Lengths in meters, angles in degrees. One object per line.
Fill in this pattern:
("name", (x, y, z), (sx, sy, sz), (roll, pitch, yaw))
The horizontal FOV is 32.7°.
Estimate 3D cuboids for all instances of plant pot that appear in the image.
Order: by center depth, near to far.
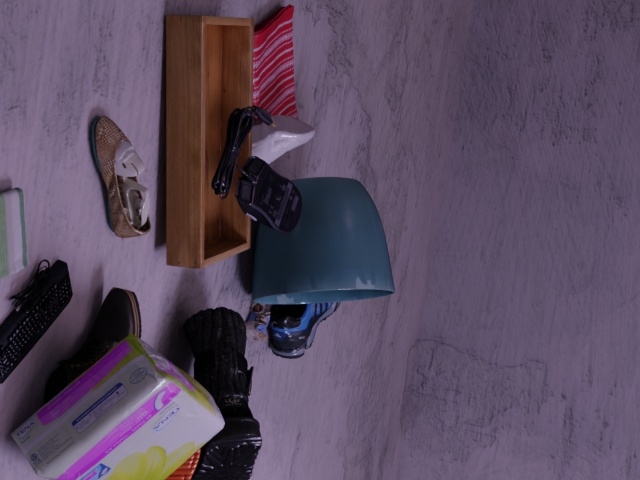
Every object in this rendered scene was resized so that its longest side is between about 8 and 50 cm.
("plant pot", (0.000, 0.000, 2.222), (0.293, 0.293, 0.235), (20, 66, -71))

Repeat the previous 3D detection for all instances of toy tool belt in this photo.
("toy tool belt", (-0.123, 0.170, 2.268), (0.052, 0.051, 0.083), (71, 32, -54))

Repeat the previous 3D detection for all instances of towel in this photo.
("towel", (-0.424, 0.000, 1.373), (0.152, 0.023, 0.113), (-32, 126, -63))
("towel", (-0.093, -0.316, 2.179), (0.199, 0.031, 0.275), (-52, 145, -54))

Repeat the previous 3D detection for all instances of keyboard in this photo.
("keyboard", (-0.388, 0.103, 1.491), (0.192, 0.038, 0.100), (-61, 153, -47))

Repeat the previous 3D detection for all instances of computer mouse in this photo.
("computer mouse", (-0.109, -0.127, 1.914), (0.262, 0.060, 0.184), (32, 69, -56))

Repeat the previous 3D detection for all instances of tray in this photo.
("tray", (-0.189, -0.174, 1.864), (0.203, 0.076, 0.411), (-26, 120, -67))

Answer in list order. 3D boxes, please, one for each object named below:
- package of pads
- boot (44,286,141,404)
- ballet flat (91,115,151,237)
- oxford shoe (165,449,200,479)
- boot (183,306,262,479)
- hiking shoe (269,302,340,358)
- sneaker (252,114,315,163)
("package of pads", (-0.284, 0.274, 1.613), (0.229, 0.101, 0.296), (-40, 153, -6))
("boot", (-0.338, 0.163, 1.615), (0.137, 0.076, 0.198), (21, 77, -66))
("ballet flat", (-0.291, -0.093, 1.640), (0.073, 0.067, 0.206), (-60, 151, -47))
("oxford shoe", (-0.284, 0.410, 1.860), (0.133, 0.130, 0.364), (147, -50, -71))
("boot", (-0.198, 0.305, 1.996), (0.348, 0.131, 0.260), (122, -39, -48))
("hiking shoe", (-0.025, 0.121, 2.439), (0.132, 0.113, 0.304), (81, 26, -44))
("sneaker", (-0.101, -0.181, 2.123), (0.212, 0.080, 0.094), (-20, 136, -43))
